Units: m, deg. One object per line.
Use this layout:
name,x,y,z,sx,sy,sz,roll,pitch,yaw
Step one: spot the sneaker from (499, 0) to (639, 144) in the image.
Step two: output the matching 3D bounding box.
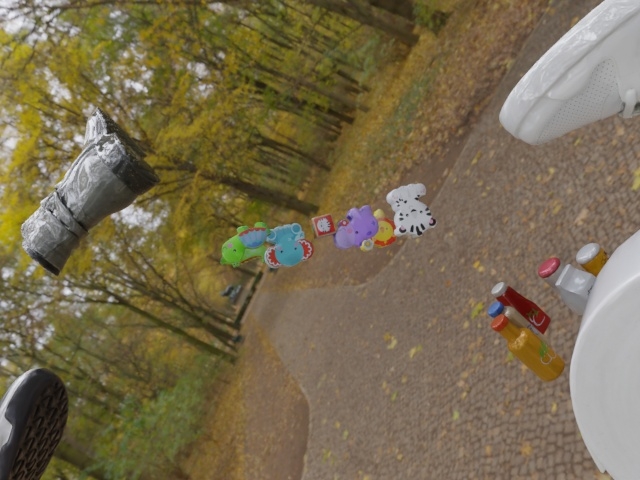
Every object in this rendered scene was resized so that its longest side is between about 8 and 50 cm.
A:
sneaker,0.301,-0.127,0.407,0.293,0.169,0.108,-35,-18,22

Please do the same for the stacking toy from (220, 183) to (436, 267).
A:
stacking toy,0.000,0.000,0.591,0.167,0.221,0.052,141,114,-79

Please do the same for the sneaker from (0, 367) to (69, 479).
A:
sneaker,-0.285,0.192,0.432,0.234,0.097,0.084,-62,2,17

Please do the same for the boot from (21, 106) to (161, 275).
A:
boot,-0.286,-0.065,0.635,0.161,0.083,0.246,-43,33,-3

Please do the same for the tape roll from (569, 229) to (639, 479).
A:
tape roll,0.345,0.105,0.405,0.100,0.286,0.286,-38,-18,-51

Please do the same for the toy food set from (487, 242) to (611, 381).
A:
toy food set,0.317,0.078,0.773,0.232,0.104,0.111,-50,4,-23
